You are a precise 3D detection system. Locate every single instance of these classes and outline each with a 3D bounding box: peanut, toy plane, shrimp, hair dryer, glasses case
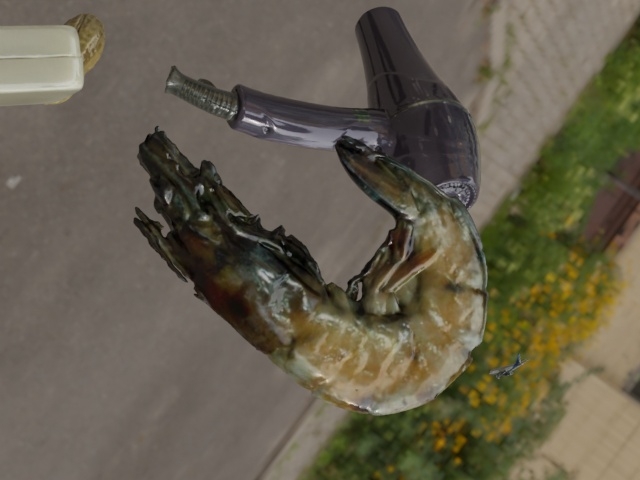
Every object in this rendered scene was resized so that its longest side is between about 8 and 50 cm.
[{"bbox_3d":[-0.392,-0.281,1.990,0.080,0.080,0.174,102,12,-60],"label":"peanut"},{"bbox_3d":[0.316,0.217,2.151,0.078,0.024,0.084,-24,169,-42],"label":"toy plane"},{"bbox_3d":[0.000,0.000,1.180,0.233,0.365,0.071,-47,-177,-2],"label":"shrimp"},{"bbox_3d":[-0.003,-0.165,1.413,0.361,0.301,0.121,6,136,-27],"label":"hair dryer"},{"bbox_3d":[-0.412,-0.176,1.314,0.313,0.070,0.131,-6,180,-25],"label":"glasses case"}]
